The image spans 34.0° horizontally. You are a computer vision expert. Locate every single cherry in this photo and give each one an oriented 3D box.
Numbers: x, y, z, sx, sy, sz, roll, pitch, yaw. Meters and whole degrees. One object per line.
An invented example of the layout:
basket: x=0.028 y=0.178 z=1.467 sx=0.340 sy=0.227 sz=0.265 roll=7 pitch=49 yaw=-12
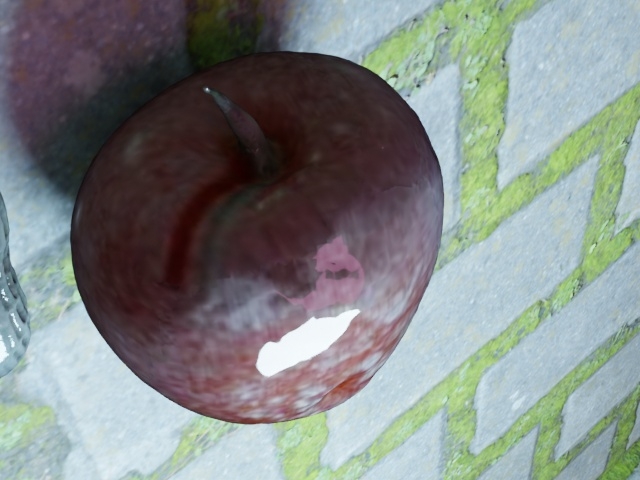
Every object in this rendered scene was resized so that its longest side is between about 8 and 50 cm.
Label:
cherry: x=-0.036 y=-0.007 z=0.664 sx=0.236 sy=0.213 sz=0.285 roll=-18 pitch=142 yaw=0

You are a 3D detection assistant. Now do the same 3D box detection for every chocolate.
chocolate: x=-0.209 y=0.023 z=0.606 sx=0.072 sy=0.072 sz=0.167 roll=-28 pitch=141 yaw=-32
